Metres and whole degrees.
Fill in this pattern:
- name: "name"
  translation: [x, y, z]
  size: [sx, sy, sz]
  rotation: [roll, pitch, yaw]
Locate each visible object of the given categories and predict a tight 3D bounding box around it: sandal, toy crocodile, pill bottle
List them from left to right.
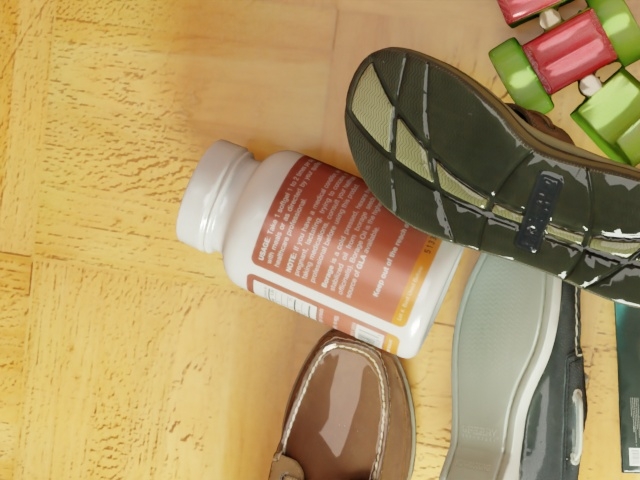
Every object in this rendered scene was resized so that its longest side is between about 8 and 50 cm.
- name: "pill bottle"
  translation: [0.000, 0.000, 0.975]
  size: [0.216, 0.121, 0.121]
  rotation: [24, 101, 8]
- name: "sandal"
  translation: [0.152, -0.043, 0.906]
  size: [0.303, 0.086, 0.120]
  rotation: [29, 114, 9]
- name: "toy crocodile"
  translation: [0.158, -0.206, 0.926]
  size: [0.115, 0.105, 0.340]
  rotation: [-29, 89, 13]

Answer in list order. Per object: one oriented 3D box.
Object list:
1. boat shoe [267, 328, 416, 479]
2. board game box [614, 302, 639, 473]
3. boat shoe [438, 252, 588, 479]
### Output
- name: "boat shoe"
  translation: [0.004, 0.235, 1.002]
  size: [0.123, 0.116, 0.324]
  rotation: [10, 98, 11]
- name: "board game box"
  translation: [0.297, 0.096, 0.952]
  size: [0.126, 0.026, 0.186]
  rotation: [-1, 105, 18]
- name: "boat shoe"
  translation: [0.164, 0.130, 0.973]
  size: [0.091, 0.114, 0.302]
  rotation: [11, 93, -30]
